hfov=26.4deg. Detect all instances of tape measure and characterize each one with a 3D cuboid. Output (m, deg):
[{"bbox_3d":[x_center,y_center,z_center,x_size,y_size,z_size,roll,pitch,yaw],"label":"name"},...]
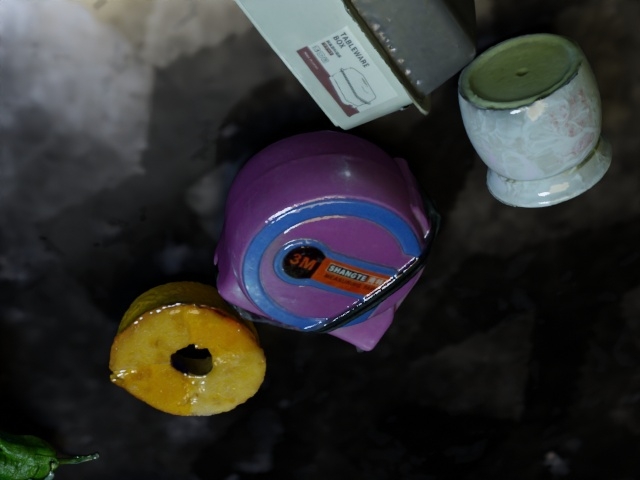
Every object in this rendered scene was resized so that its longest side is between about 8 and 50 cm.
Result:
[{"bbox_3d":[0.000,0.000,1.522,0.232,0.149,0.245,20,125,-24],"label":"tape measure"}]

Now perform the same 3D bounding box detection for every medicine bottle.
[{"bbox_3d":[0.231,-0.128,1.468,0.147,0.147,0.143,-21,127,5],"label":"medicine bottle"}]

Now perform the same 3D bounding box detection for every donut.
[{"bbox_3d":[-0.156,0.123,1.609,0.190,0.074,0.174,27,118,-27],"label":"donut"}]

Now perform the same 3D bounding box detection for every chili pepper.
[{"bbox_3d":[-0.369,0.238,1.612,0.122,0.065,0.279,-41,151,-9],"label":"chili pepper"}]

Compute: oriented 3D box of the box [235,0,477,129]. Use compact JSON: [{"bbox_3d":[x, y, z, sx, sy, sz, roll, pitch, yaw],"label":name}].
[{"bbox_3d":[0.022,-0.268,1.303,0.166,0.220,0.290,-26,125,22],"label":"box"}]
